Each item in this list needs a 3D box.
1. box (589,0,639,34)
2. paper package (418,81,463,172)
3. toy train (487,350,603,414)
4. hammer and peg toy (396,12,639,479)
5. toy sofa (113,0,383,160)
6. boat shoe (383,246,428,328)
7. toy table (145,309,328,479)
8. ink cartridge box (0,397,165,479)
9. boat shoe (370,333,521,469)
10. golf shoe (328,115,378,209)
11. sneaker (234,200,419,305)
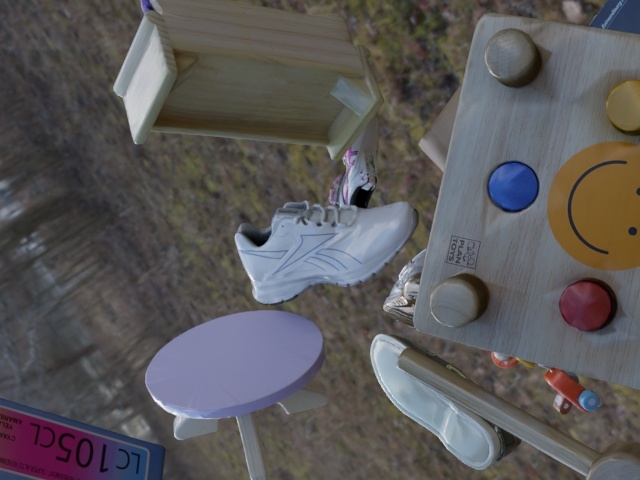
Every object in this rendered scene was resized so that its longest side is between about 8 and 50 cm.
[{"bbox_3d":[0.428,-0.232,1.024,0.207,0.108,0.153,58,148,22],"label":"box"},{"bbox_3d":[0.373,-0.103,1.512,0.309,0.168,0.325,15,-153,-36],"label":"paper package"},{"bbox_3d":[0.215,0.127,0.967,0.125,0.046,0.166,37,-174,-21],"label":"toy train"},{"bbox_3d":[0.196,0.027,0.687,0.266,0.361,0.127,14,-173,17],"label":"hammer and peg toy"},{"bbox_3d":[-0.105,-0.238,1.353,0.150,0.362,0.177,-52,47,43],"label":"toy sofa"},{"bbox_3d":[0.171,0.073,1.474,0.098,0.096,0.277,24,161,0],"label":"boat shoe"},{"bbox_3d":[-0.118,0.232,1.450,0.161,0.274,0.252,77,-169,-45],"label":"toy table"},{"bbox_3d":[-0.277,0.316,0.667,0.270,0.395,0.151,22,133,-24],"label":"ink cartridge box"},{"bbox_3d":[0.204,0.259,1.555,0.305,0.091,0.109,42,128,36],"label":"boat shoe"},{"bbox_3d":[0.073,-0.123,1.535,0.086,0.067,0.186,36,125,44],"label":"golf shoe"},{"bbox_3d":[0.000,0.000,1.328,0.297,0.111,0.129,-20,114,26],"label":"sneaker"}]
